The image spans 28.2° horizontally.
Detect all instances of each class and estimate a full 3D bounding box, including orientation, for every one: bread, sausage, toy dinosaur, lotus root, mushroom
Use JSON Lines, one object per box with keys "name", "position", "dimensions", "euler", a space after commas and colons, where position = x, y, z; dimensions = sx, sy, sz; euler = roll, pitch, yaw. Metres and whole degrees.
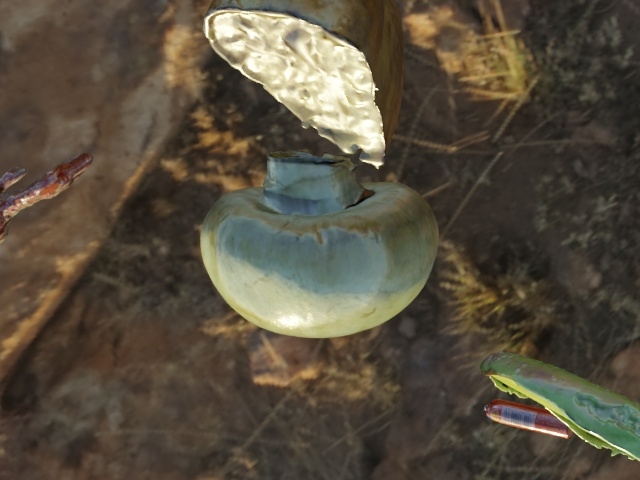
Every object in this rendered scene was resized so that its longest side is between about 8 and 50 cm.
{"name": "bread", "position": [0.277, 0.176, 1.127], "dimensions": [0.301, 0.301, 0.045], "euler": [30, 86, 23]}
{"name": "sausage", "position": [0.278, 0.238, 1.716], "dimensions": [0.129, 0.034, 0.034], "euler": [8, 109, 32]}
{"name": "toy dinosaur", "position": [-0.281, 0.017, 0.912], "dimensions": [0.167, 0.242, 0.053], "euler": [-22, 104, 35]}
{"name": "lotus root", "position": [0.008, -0.146, 0.845], "dimensions": [0.095, 0.159, 0.135], "euler": [-25, 46, 51]}
{"name": "mushroom", "position": [0.000, 0.000, 1.857], "dimensions": [0.352, 0.352, 0.261], "euler": [6, 102, 32]}
